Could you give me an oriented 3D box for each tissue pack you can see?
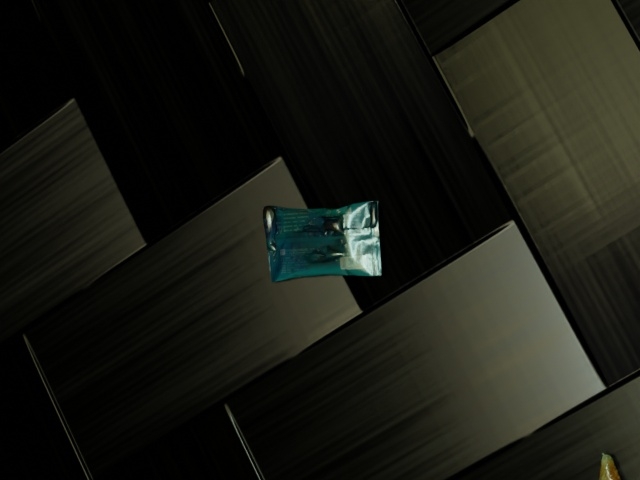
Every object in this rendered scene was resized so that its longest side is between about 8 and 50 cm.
[{"bbox_3d":[0.000,0.000,2.101,0.138,0.028,0.085,-4,87,30],"label":"tissue pack"}]

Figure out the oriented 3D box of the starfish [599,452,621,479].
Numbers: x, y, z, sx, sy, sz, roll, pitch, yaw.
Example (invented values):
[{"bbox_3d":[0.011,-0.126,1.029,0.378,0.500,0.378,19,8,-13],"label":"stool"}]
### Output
[{"bbox_3d":[0.355,0.360,1.894,0.358,0.078,0.347,-42,69,20],"label":"starfish"}]
